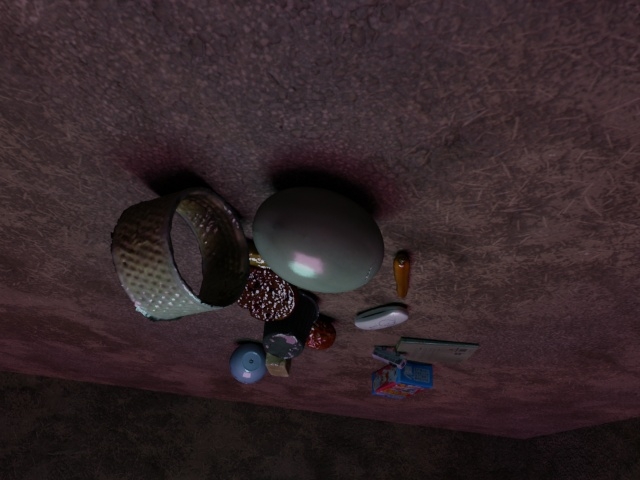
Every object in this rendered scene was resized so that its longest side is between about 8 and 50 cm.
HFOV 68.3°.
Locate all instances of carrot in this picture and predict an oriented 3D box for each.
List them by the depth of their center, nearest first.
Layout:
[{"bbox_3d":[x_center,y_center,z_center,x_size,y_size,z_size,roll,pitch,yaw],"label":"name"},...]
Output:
[{"bbox_3d":[0.215,0.101,1.246,0.043,0.043,0.248,0,151,10],"label":"carrot"}]

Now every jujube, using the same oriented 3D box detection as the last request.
[{"bbox_3d":[-0.031,0.300,1.585,0.176,0.109,0.112,32,106,-25],"label":"jujube"}]

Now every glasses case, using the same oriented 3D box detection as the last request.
[{"bbox_3d":[0.191,0.246,1.494,0.076,0.050,0.197,29,143,-33],"label":"glasses case"}]

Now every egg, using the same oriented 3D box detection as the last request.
[{"bbox_3d":[0.000,0.000,0.944,0.282,0.203,0.203,23,146,-21],"label":"egg"}]

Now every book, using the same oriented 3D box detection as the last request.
[{"bbox_3d":[0.427,0.419,1.779,0.282,0.025,0.215,5,149,0],"label":"book"}]

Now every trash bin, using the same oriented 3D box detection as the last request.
[{"bbox_3d":[-0.097,0.259,1.407,0.175,0.161,0.176,4,130,5],"label":"trash bin"}]

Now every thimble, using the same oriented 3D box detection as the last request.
[{"bbox_3d":[-0.279,0.030,0.989,0.149,0.271,0.271,-13,145,24],"label":"thimble"}]

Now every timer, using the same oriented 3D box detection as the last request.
[{"bbox_3d":[-0.284,0.508,1.959,0.175,0.176,0.255,2,167,7],"label":"timer"}]

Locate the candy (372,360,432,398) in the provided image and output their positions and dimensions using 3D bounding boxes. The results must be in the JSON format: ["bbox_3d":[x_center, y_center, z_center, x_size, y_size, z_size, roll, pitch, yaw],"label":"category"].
[{"bbox_3d":[0.349,0.609,2.052,0.157,0.100,0.306,13,151,-13],"label":"candy"}]

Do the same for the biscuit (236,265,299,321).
[{"bbox_3d":[-0.151,0.142,1.308,0.191,0.049,0.192,6,116,11],"label":"biscuit"}]

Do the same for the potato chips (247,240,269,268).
[{"bbox_3d":[-0.060,0.045,1.183,0.406,0.057,0.080,7,137,-1],"label":"potato chips"}]

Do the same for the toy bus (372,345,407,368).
[{"bbox_3d":[0.260,0.442,1.787,0.130,0.052,0.037,16,145,33],"label":"toy bus"}]

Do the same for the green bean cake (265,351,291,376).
[{"bbox_3d":[-0.167,0.475,1.902,0.085,0.109,0.179,3,151,5],"label":"green bean cake"}]
